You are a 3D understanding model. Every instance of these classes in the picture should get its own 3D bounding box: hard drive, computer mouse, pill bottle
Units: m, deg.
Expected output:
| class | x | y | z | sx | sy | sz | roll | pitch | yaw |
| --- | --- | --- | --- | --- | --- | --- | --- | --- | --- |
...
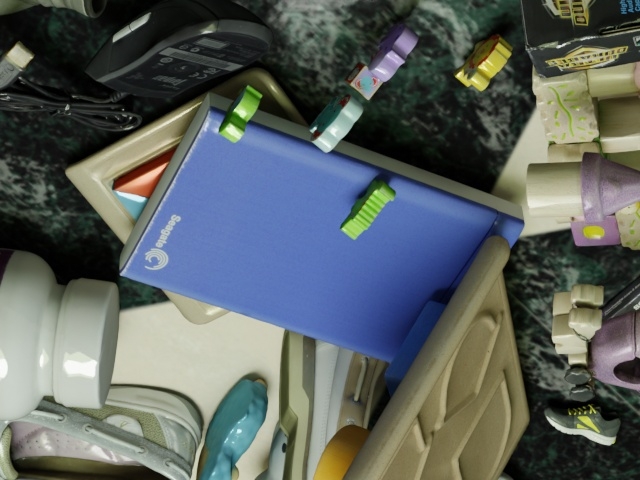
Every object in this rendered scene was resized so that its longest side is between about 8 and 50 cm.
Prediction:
| class | x | y | z | sx | sy | sz | roll | pitch | yaw |
| --- | --- | --- | --- | --- | --- | --- | --- | --- | --- |
| hard drive | 0.000 | 0.000 | 1.703 | 0.319 | 0.040 | 0.210 | 19 | 127 | -18 |
| computer mouse | -0.175 | -0.167 | 1.564 | 0.184 | 0.060 | 0.262 | 8 | 160 | -38 |
| pill bottle | -0.353 | 0.086 | 1.769 | 0.301 | 0.169 | 0.169 | 6 | 128 | 1 |

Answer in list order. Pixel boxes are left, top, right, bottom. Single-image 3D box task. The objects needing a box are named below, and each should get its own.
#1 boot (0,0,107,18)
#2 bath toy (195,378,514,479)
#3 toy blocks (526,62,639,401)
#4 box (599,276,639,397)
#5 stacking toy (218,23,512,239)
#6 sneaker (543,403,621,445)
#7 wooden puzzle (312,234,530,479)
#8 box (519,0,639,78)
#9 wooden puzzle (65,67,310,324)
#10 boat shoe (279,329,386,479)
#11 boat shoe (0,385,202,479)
| class | x | y | z | sx | sy | sz | roll | pitch | yaw |
| --- | --- | --- | --- | --- | --- | --- | --- | --- | --- |
| boot | -0.279 | -0.283 | 1.506 | 0.161 | 0.083 | 0.246 | -1 | 138 | 31 |
| bath toy | 0.046 | 0.272 | 1.898 | 0.348 | 0.129 | 0.151 | 20 | 127 | -10 |
| toy blocks | 0.316 | -0.068 | 1.458 | 0.260 | 0.309 | 0.288 | -2 | 148 | 15 |
| box | 0.343 | 0.109 | 1.804 | 0.162 | 0.029 | 0.116 | 34 | 123 | -18 |
| stacking toy | 0.038 | -0.131 | 1.583 | 0.167 | 0.052 | 0.221 | 36 | 94 | -20 |
| sneaker | 0.269 | 0.180 | 1.870 | 0.083 | 0.031 | 0.035 | 18 | 114 | -13 |
| wooden puzzle | 0.090 | 0.202 | 1.703 | 0.080 | 0.322 | 0.348 | 21 | 148 | 23 |
| box | 0.281 | -0.289 | 1.353 | 0.293 | 0.295 | 0.073 | -11 | 162 | 14 |
| wooden puzzle | -0.091 | -0.031 | 1.731 | 0.239 | 0.044 | 0.221 | -24 | 122 | 22 |
| boat shoe | 0.015 | 0.230 | 1.779 | 0.103 | 0.302 | 0.113 | 3 | 167 | -8 |
| boat shoe | -0.286 | 0.213 | 1.900 | 0.320 | 0.103 | 0.118 | 5 | 128 | 2 |
